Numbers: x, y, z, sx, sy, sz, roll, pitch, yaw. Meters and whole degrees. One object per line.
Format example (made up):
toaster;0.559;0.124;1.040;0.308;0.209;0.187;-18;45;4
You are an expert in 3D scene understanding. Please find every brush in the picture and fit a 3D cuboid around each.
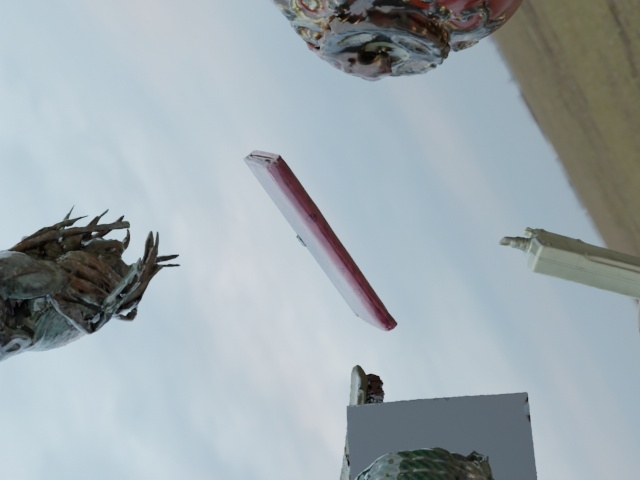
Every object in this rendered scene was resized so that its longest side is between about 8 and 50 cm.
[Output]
brush;0.045;0.236;1.303;0.043;0.036;0.247;-98;9;-49

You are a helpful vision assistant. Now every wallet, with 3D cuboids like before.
wallet;0.000;0.000;1.290;0.232;0.025;0.119;54;169;-15

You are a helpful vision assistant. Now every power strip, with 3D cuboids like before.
power strip;0.243;0.024;0.993;0.191;0.030;0.047;14;-162;-5

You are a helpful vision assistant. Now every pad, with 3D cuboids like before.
pad;0.109;0.228;1.082;0.004;0.243;0.163;3;-102;-40

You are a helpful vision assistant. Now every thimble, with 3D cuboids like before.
thimble;0.069;0.217;0.837;0.090;0.119;0.135;-86;4;-54

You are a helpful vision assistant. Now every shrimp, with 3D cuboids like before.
shrimp;-0.249;0.046;1.268;0.372;0.172;0.137;-30;-50;-50

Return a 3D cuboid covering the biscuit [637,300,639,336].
biscuit;0.484;0.100;1.464;0.170;0.170;0.050;64;158;10

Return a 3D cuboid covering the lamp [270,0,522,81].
lamp;0.056;-0.222;0.879;0.226;0.227;0.227;57;-168;-20
